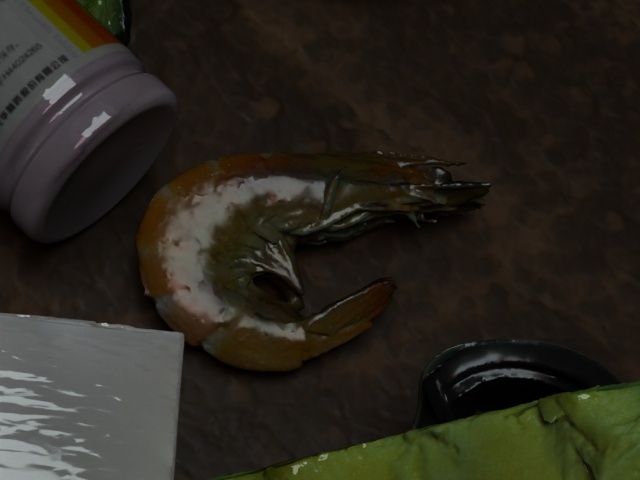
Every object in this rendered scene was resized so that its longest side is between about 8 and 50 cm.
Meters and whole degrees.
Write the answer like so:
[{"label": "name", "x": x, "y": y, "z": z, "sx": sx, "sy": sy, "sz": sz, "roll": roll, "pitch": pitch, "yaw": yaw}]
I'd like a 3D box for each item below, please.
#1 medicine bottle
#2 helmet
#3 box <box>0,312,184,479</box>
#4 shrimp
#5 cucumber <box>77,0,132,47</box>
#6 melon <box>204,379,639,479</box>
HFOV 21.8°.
[{"label": "medicine bottle", "x": -0.220, "y": -0.125, "z": 1.062, "sx": 0.249, "sy": 0.133, "sz": 0.133, "roll": 42, "pitch": 61, "yaw": 12}, {"label": "helmet", "x": 0.127, "y": 0.152, "z": 1.009, "sx": 0.153, "sy": 0.107, "sz": 0.177, "roll": 15, "pitch": 84, "yaw": 25}, {"label": "box", "x": -0.141, "y": 0.195, "z": 0.870, "sx": 0.111, "sy": 0.194, "sz": 0.260, "roll": 9, "pitch": 59, "yaw": -9}, {"label": "shrimp", "x": 0.000, "y": 0.000, "z": 1.093, "sx": 0.248, "sy": 0.068, "sz": 0.150, "roll": -19, "pitch": 80, "yaw": -17}, {"label": "cucumber", "x": -0.165, "y": -0.217, "z": 1.173, "sx": 0.078, "sy": 0.062, "sz": 0.211, "roll": -14, "pitch": 68, "yaw": 17}, {"label": "melon", "x": 0.069, "y": 0.170, "z": 0.899, "sx": 0.323, "sy": 0.124, "sz": 0.196, "roll": -20, "pitch": 56, "yaw": 14}]
